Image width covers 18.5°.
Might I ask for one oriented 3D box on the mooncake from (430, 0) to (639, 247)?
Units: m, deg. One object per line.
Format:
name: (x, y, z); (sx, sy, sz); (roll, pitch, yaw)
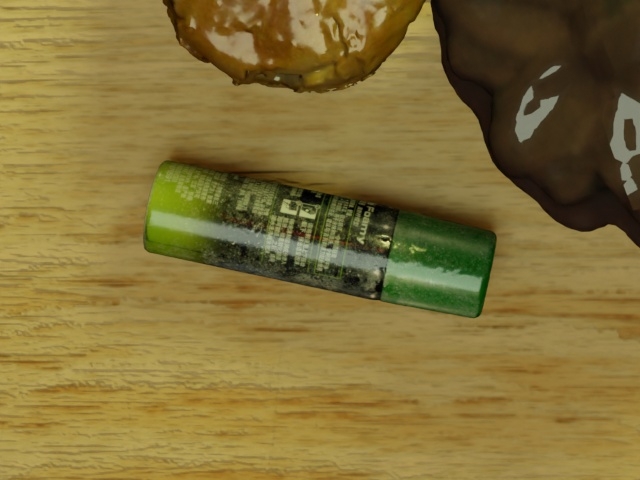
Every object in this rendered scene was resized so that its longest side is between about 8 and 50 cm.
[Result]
mooncake: (0.289, -0.172, 1.589); (0.381, 0.212, 0.351); (-42, 82, 28)

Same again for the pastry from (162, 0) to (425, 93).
pastry: (-0.009, -0.283, 1.672); (0.255, 0.162, 0.311); (25, 112, 8)

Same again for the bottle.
bottle: (0.000, 0.000, 1.878); (0.330, 0.093, 0.093); (12, 122, 4)
